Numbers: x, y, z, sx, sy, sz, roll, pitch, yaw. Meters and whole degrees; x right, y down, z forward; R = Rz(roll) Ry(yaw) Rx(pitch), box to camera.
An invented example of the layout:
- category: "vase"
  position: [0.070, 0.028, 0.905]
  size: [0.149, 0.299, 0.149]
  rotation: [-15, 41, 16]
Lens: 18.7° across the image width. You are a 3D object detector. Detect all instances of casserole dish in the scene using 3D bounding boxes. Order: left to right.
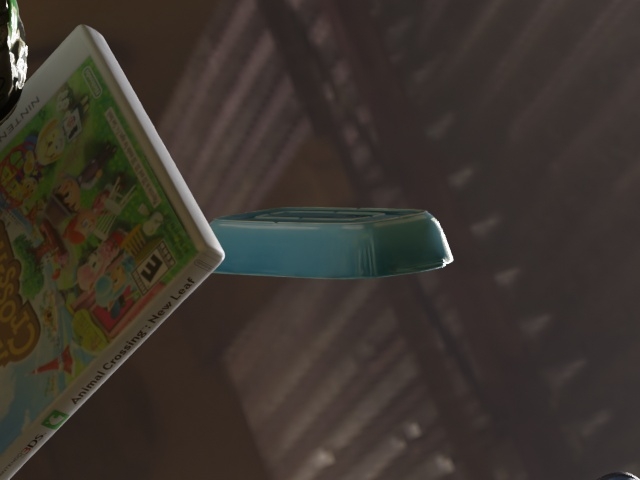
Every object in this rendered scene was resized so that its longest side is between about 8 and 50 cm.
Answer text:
- category: "casserole dish"
  position: [0.000, 0.000, 1.287]
  size: [0.188, 0.114, 0.037]
  rotation: [3, -81, 41]

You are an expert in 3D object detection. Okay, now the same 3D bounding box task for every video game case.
- category: "video game case"
  position: [-0.161, 0.005, 1.114]
  size: [0.023, 0.193, 0.212]
  rotation: [30, 21, -45]

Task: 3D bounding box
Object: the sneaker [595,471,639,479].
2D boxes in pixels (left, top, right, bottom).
- category: "sneaker"
  position: [0.229, 0.230, 1.373]
  size: [0.059, 0.053, 0.144]
  rotation: [-115, -176, -73]

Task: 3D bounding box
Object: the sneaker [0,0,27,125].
- category: "sneaker"
  position: [-0.254, -0.100, 1.185]
  size: [0.343, 0.134, 0.146]
  rotation: [17, -40, 60]
